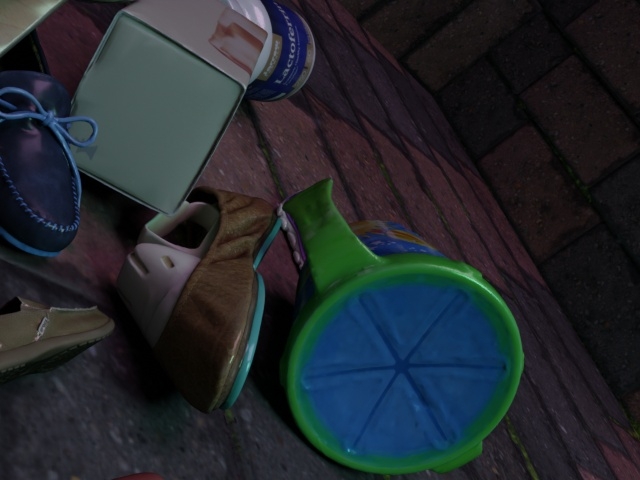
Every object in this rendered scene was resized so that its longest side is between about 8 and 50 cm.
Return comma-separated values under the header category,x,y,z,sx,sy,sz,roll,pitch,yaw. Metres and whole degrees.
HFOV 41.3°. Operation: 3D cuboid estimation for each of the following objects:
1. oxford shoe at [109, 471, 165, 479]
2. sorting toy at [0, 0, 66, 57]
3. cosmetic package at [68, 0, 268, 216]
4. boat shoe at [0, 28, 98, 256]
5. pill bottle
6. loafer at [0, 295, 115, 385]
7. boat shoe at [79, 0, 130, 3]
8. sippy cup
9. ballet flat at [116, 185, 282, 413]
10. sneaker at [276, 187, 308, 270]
category,x,y,z,sx,sy,sz,roll,pitch,yaw
oxford shoe,-0.110,0.269,0.353,0.130,0.123,0.348,6,44,-29
sorting toy,-0.298,-0.246,0.583,0.257,0.255,0.089,46,-23,-16
cosmetic package,-0.148,-0.160,0.867,0.129,0.153,0.296,30,21,-11
boat shoe,-0.251,-0.108,0.689,0.109,0.089,0.258,16,40,-60
pill bottle,-0.120,-0.282,1.218,0.153,0.153,0.265,55,19,7
loafer,-0.193,0.062,0.567,0.050,0.056,0.148,61,19,6
boat shoe,-0.275,-0.282,0.761,0.302,0.113,0.103,23,-3,7
sippy cup,0.067,0.088,0.906,0.240,0.305,0.224,3,21,-9
ballet flat,-0.111,0.029,0.767,0.124,0.116,0.342,27,23,-9
sneaker,0.000,0.000,1.111,0.068,0.071,0.169,21,36,-57
